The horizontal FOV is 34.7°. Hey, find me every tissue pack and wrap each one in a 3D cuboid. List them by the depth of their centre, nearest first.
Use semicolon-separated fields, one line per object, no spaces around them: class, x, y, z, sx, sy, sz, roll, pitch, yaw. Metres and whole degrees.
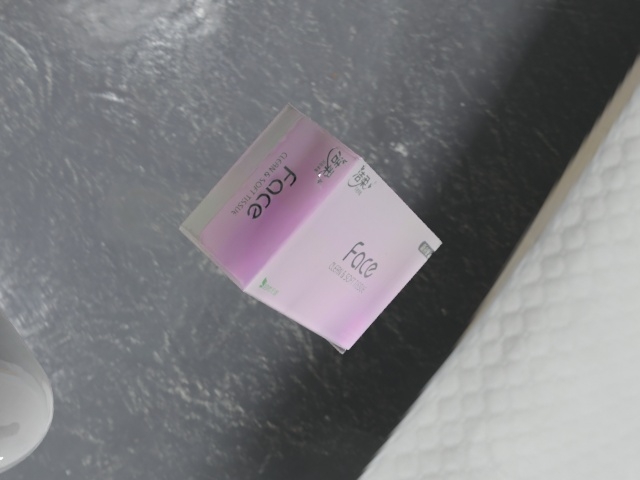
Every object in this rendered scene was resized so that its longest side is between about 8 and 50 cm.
tissue pack;0.000;0.000;0.923;0.148;0.092;0.246;-49;153;2

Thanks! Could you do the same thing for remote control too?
remote control;-0.421;0.130;1.085;0.221;0.332;0.103;-13;132;-39
